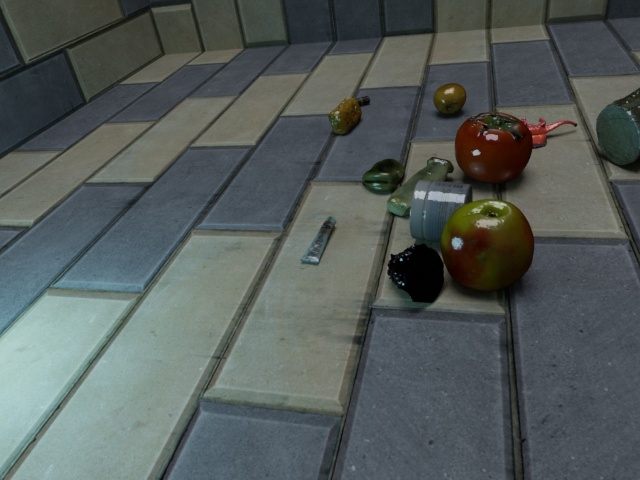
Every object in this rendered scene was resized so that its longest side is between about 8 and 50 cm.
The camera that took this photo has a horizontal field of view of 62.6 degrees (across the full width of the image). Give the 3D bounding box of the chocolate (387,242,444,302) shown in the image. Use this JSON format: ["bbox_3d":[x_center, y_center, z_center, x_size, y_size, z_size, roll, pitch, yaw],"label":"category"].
[{"bbox_3d":[0.228,0.084,1.367,0.156,0.156,0.133,-33,16,-31],"label":"chocolate"}]

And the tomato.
[{"bbox_3d":[0.573,-0.310,1.750,0.256,0.224,0.255,-3,36,2],"label":"tomato"}]

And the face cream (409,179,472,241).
[{"bbox_3d":[0.351,-0.081,1.511,0.153,0.177,0.177,8,38,21],"label":"face cream"}]

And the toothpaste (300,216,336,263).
[{"bbox_3d":[0.000,0.000,1.605,0.056,0.036,0.205,7,41,20],"label":"toothpaste"}]

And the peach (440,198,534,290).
[{"bbox_3d":[0.416,0.013,1.324,0.231,0.230,0.231,-6,34,4],"label":"peach"}]

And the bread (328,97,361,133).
[{"bbox_3d":[0.113,-0.551,2.321,0.084,0.113,0.211,-8,31,32],"label":"bread"}]

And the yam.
[{"bbox_3d":[1.110,-0.397,1.753,0.349,0.240,0.241,-23,36,-15],"label":"yam"}]

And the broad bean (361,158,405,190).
[{"bbox_3d":[0.224,-0.235,1.876,0.153,0.072,0.206,0,23,10],"label":"broad bean"}]

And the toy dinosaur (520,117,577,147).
[{"bbox_3d":[0.828,-0.396,1.974,0.287,0.070,0.138,0,45,8],"label":"toy dinosaur"}]

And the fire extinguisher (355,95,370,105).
[{"bbox_3d":[0.172,-0.661,2.531,0.132,0.039,0.056,-17,26,-11],"label":"fire extinguisher"}]

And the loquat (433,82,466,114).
[{"bbox_3d":[0.562,-0.612,2.275,0.141,0.141,0.141,-6,34,4],"label":"loquat"}]

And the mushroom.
[{"bbox_3d":[0.337,-0.181,1.753,0.100,0.081,0.312,17,46,38],"label":"mushroom"}]
